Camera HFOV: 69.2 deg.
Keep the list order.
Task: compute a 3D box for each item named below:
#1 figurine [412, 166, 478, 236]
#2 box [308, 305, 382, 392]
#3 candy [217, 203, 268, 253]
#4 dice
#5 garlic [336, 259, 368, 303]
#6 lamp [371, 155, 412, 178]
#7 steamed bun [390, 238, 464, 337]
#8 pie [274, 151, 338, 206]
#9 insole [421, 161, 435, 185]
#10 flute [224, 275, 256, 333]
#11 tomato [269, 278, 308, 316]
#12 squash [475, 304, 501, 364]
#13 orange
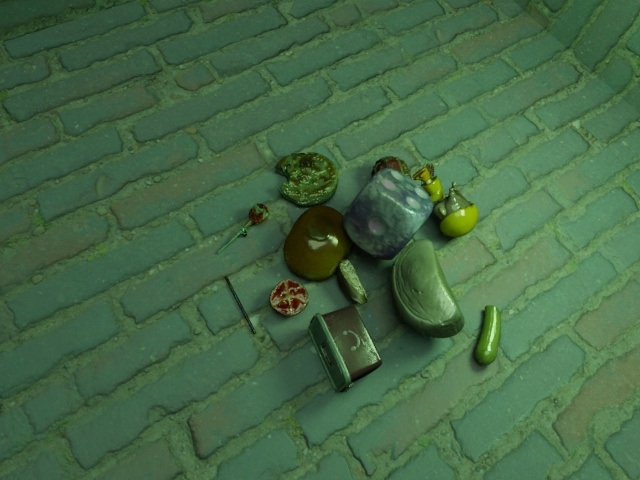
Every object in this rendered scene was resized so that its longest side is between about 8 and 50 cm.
[{"bbox_3d":[0.537,-0.167,2.017,0.344,0.187,0.215,48,35,-6],"label":"figurine"},{"bbox_3d":[0.091,0.396,1.733,0.167,0.193,0.294,-16,67,-23],"label":"box"},{"bbox_3d":[-0.330,-0.047,1.960,0.078,0.084,0.288,42,74,9],"label":"candy"},{"bbox_3d":[0.269,-0.108,1.860,0.270,0.270,0.271,38,35,6],"label":"dice"},{"bbox_3d":[0.126,0.179,1.883,0.086,0.101,0.196,-22,74,-13],"label":"garlic"},{"bbox_3d":[0.329,-0.246,2.082,0.176,0.177,0.274,-8,64,-11],"label":"lamp"},{"bbox_3d":[0.389,0.201,1.810,0.236,0.247,0.384,-23,54,11],"label":"steamed bun"},{"bbox_3d":[-0.058,-0.285,2.105,0.302,0.067,0.303,2,63,-5],"label":"pie"},{"bbox_3d":[0.512,-0.298,2.213,0.065,0.006,0.194,17,63,2],"label":"insole"},{"bbox_3d":[-0.319,0.254,1.842,0.014,0.014,0.270,-25,69,-18],"label":"flute"},{"bbox_3d":[-0.123,0.236,1.842,0.155,0.069,0.156,2,62,-3],"label":"tomato"},{"bbox_3d":[0.679,0.383,1.865,0.083,0.083,0.250,21,62,4],"label":"squash"},{"bbox_3d":[0.003,-0.003,1.930,0.262,0.196,0.335,37,58,-4],"label":"orange"}]
